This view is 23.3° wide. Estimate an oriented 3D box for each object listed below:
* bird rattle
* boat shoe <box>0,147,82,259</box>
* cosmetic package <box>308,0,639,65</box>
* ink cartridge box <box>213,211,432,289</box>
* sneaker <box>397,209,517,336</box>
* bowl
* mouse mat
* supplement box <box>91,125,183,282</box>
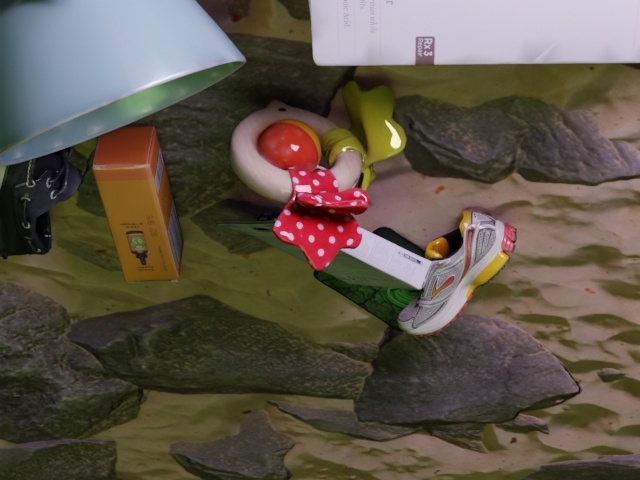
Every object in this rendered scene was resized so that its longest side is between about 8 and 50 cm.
[{"bbox_3d":[-0.015,-0.084,1.887,0.206,0.253,0.143,24,139,12],"label":"bird rattle"},{"bbox_3d":[-0.364,-0.079,1.983,0.113,0.127,0.340,12,139,-12],"label":"boat shoe"},{"bbox_3d":[0.179,-0.313,1.660,0.384,0.156,0.217,0,133,5],"label":"cosmetic package"},{"bbox_3d":[0.000,0.000,2.023,0.224,0.045,0.223,25,171,-23],"label":"ink cartridge box"},{"bbox_3d":[0.170,0.041,2.128,0.092,0.088,0.225,30,122,-14],"label":"sneaker"},{"bbox_3d":[-0.255,-0.213,1.738,0.311,0.311,0.163,-22,91,25],"label":"bowl"},{"bbox_3d":[0.104,0.057,2.202,0.189,0.007,0.152,32,131,-30],"label":"mouse mat"},{"bbox_3d":[-0.238,-0.044,2.053,0.078,0.080,0.233,-1,137,6],"label":"supplement box"}]
